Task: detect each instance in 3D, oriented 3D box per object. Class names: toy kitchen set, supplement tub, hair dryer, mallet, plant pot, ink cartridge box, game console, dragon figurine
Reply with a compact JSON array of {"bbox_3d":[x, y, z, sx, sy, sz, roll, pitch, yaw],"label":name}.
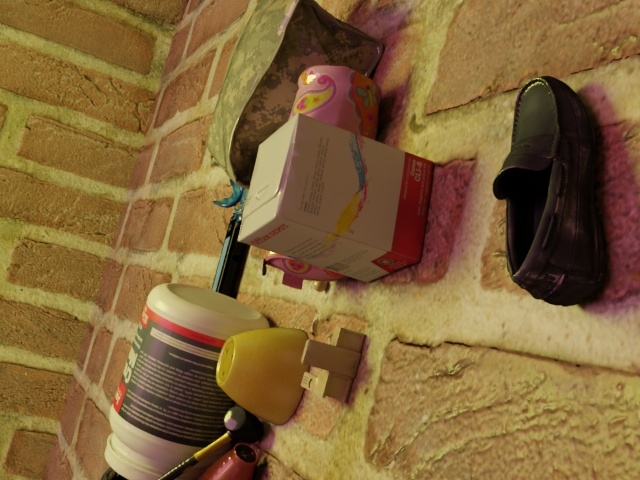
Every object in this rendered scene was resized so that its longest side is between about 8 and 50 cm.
[{"bbox_3d":[-0.001,0.140,1.076,0.075,0.068,0.083,4,78,69],"label":"toy kitchen set"},{"bbox_3d":[-0.202,0.217,1.353,0.272,0.191,0.191,-71,21,5],"label":"supplement tub"},{"bbox_3d":[-0.165,0.409,1.211,0.294,0.080,0.223,-62,9,-15],"label":"hair dryer"},{"bbox_3d":[-0.169,0.294,1.250,0.189,0.062,0.039,-30,51,-4],"label":"mallet"},{"bbox_3d":[-0.086,0.175,1.226,0.134,0.095,0.134,-51,30,45],"label":"plant pot"},{"bbox_3d":[0.015,-0.044,1.027,0.128,0.176,0.127,-26,50,62],"label":"ink cartridge box"},{"bbox_3d":[-0.197,0.127,1.624,0.213,0.043,0.362,-6,67,68],"label":"game console"},{"bbox_3d":[-0.131,-0.084,1.561,0.289,0.085,0.144,4,77,68],"label":"dragon figurine"}]

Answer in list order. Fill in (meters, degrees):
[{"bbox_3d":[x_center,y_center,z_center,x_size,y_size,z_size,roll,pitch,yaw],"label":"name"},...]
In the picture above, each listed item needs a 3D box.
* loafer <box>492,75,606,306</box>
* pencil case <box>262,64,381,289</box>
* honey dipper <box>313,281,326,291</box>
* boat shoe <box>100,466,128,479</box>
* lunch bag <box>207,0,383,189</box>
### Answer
[{"bbox_3d":[0.183,-0.052,0.747,0.076,0.078,0.223,-45,34,50],"label":"loafer"},{"bbox_3d":[0.003,-0.082,1.171,0.124,0.124,0.284,-22,56,64],"label":"pencil case"},{"bbox_3d":[0.000,0.000,1.248,0.030,0.030,0.161,-46,37,50],"label":"honey dipper"},{"bbox_3d":[-0.356,0.504,1.531,0.340,0.127,0.158,-133,49,-77],"label":"boat shoe"},{"bbox_3d":[-0.063,-0.212,1.356,0.287,0.168,0.235,-60,22,7],"label":"lunch bag"}]
